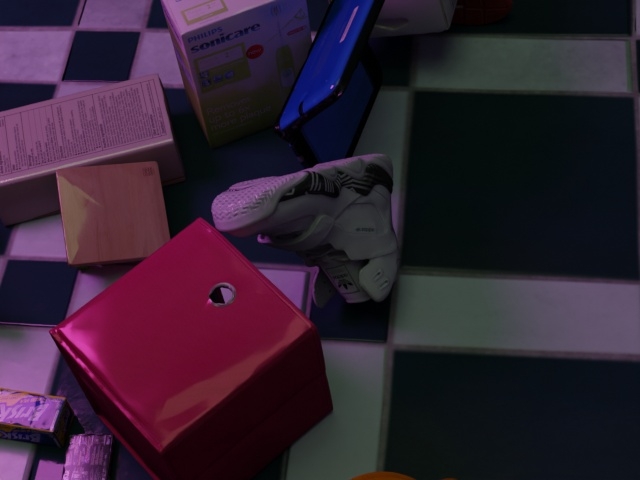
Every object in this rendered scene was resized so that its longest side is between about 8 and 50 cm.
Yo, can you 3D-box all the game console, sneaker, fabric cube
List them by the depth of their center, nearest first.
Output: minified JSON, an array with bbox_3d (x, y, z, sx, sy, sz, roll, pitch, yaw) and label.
[{"bbox_3d":[-0.168,0.178,1.700,0.258,0.259,0.254,-38,61,-18],"label":"fabric cube"},{"bbox_3d":[0.000,0.000,1.767,0.137,0.210,0.365,-9,5,37],"label":"sneaker"},{"bbox_3d":[0.061,-0.248,1.943,0.173,0.250,0.293,34,57,-19],"label":"game console"},{"bbox_3d":[0.227,-0.451,2.194,0.221,0.087,0.128,3,57,7],"label":"sneaker"}]

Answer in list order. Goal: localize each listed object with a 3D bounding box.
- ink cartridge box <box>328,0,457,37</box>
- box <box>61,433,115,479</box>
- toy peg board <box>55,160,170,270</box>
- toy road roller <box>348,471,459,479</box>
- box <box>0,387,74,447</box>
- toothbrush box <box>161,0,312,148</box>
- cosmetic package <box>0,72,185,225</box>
[{"bbox_3d":[0.140,-0.478,2.127,0.196,0.114,0.273,-1,49,22],"label":"ink cartridge box"},{"bbox_3d":[-0.330,0.316,1.770,0.067,0.018,0.083,-3,55,5],"label":"box"},{"bbox_3d":[-0.329,-0.031,1.970,0.160,0.079,0.161,-6,70,-16],"label":"toy peg board"},{"bbox_3d":[0.108,0.429,1.479,0.202,0.241,0.330,-9,56,-25],"label":"toy road roller"},{"bbox_3d":[-0.448,0.252,1.806,0.168,0.054,0.059,6,56,12],"label":"box"},{"bbox_3d":[-0.125,-0.308,2.016,0.206,0.283,0.122,-21,55,-9],"label":"toothbrush box"},{"bbox_3d":[-0.391,-0.149,2.042,0.309,0.113,0.160,-14,55,-2],"label":"cosmetic package"}]
